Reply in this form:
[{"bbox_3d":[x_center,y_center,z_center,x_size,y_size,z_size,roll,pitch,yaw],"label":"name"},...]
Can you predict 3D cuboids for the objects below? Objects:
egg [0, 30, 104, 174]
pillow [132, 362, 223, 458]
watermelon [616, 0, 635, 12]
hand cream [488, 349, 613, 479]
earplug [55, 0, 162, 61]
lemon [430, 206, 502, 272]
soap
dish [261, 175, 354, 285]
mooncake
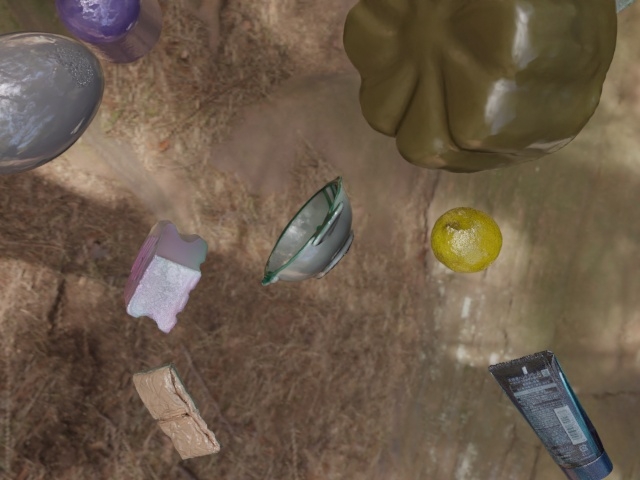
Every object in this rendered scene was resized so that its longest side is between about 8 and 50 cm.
[{"bbox_3d":[-0.334,-0.153,0.884,0.198,0.146,0.146,-29,123,-18],"label":"egg"},{"bbox_3d":[-0.305,0.366,1.691,0.232,0.126,0.043,62,37,-16],"label":"pillow"},{"bbox_3d":[0.511,-0.438,1.366,0.081,0.094,0.180,-45,166,23],"label":"watermelon"},{"bbox_3d":[0.403,0.305,1.372,0.270,0.120,0.061,55,37,-17],"label":"hand cream"},{"bbox_3d":[-0.464,-0.507,1.748,0.215,0.456,0.215,-1,100,-8],"label":"earplug"},{"bbox_3d":[0.239,0.000,1.304,0.133,0.109,0.109,21,83,-39],"label":"lemon"},{"bbox_3d":[-0.331,0.060,1.695,0.109,0.324,0.193,29,89,-15],"label":"soap"},{"bbox_3d":[0.000,0.000,1.308,0.078,0.246,0.224,38,78,-13],"label":"dish"},{"bbox_3d":[0.196,-0.277,1.087,0.201,0.378,0.378,-6,104,-39],"label":"mooncake"}]
